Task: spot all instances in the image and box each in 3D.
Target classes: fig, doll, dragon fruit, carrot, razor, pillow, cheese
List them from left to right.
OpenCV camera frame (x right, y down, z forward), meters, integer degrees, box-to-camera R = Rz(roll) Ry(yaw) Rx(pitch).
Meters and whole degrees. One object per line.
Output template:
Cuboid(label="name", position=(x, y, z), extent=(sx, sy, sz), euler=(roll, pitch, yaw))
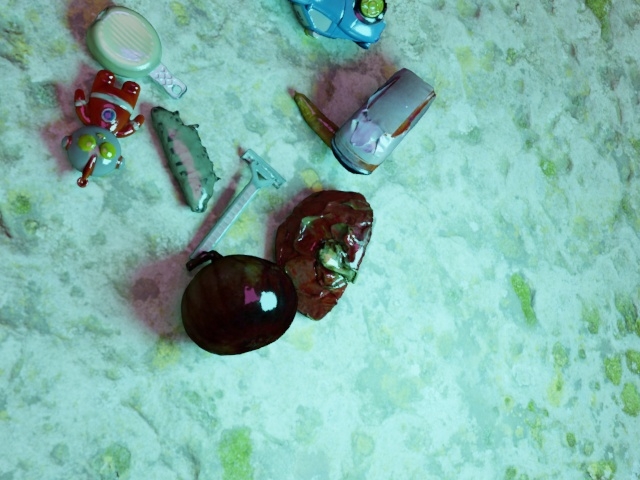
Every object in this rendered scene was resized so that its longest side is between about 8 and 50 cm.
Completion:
Cuboid(label="doll", position=(-0.434, -0.217, 1.341), extent=(0.142, 0.076, 0.244), euler=(22, 69, -22))
Cuboid(label="cheese", position=(-0.371, -0.379, 1.402), extent=(0.227, 0.064, 0.137), euler=(41, 70, -14))
Cuboid(label="pillow", position=(-0.275, -0.177, 1.426), extent=(0.093, 0.051, 0.241), euler=(-24, 92, -23))
Cuboid(label="razor", position=(-0.186, -0.063, 1.450), extent=(0.111, 0.056, 0.277), euler=(41, 66, -17))
Cuboid(label="fig", position=(-0.159, 0.119, 1.345), extent=(0.235, 0.235, 0.214), euler=(18, 51, -24))
Cuboid(label="dragon fruit", position=(0.000, 0.000, 1.452), extent=(0.152, 0.205, 0.316), euler=(21, 72, -22))
Cuboid(label="carrot", position=(0.022, -0.255, 1.588), extent=(0.248, 0.059, 0.059), euler=(43, 66, -11))

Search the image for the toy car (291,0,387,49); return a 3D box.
Cuboid(label="toy car", position=(0.004, -0.550, 1.565), extent=(0.314, 0.198, 0.165), euler=(23, 104, -20))

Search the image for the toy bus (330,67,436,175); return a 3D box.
Cuboid(label="toy bus", position=(0.147, -0.279, 1.566), extent=(0.127, 0.147, 0.302), euler=(42, 46, -1))
